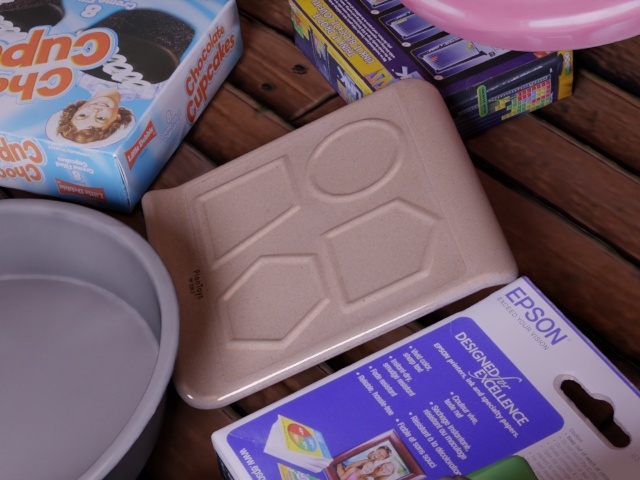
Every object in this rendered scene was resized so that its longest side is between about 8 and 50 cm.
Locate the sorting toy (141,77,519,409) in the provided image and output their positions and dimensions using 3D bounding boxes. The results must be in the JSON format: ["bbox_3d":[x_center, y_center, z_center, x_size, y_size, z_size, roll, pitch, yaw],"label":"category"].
[{"bbox_3d":[0.000,0.000,0.873,0.208,0.038,0.193,-22,44,5],"label":"sorting toy"}]

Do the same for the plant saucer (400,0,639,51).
[{"bbox_3d":[0.171,-0.290,0.980,0.332,0.084,0.332,-10,61,19],"label":"plant saucer"}]

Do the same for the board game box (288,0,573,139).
[{"bbox_3d":[0.077,-0.140,1.020,0.141,0.048,0.170,-24,46,-13],"label":"board game box"}]

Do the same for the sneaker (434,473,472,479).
[{"bbox_3d":[0.003,0.207,0.395,0.180,0.124,0.321,-20,25,1],"label":"sneaker"}]

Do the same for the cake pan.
[{"bbox_3d":[-0.215,0.090,0.803,0.293,0.054,0.293,-8,41,7],"label":"cake pan"}]

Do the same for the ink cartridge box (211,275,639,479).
[{"bbox_3d":[0.081,0.133,0.735,0.208,0.045,0.206,-26,47,-16],"label":"ink cartridge box"}]

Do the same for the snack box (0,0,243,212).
[{"bbox_3d":[-0.240,-0.128,1.046,0.322,0.060,0.187,12,47,20],"label":"snack box"}]

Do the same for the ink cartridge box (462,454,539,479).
[{"bbox_3d":[0.050,0.257,0.525,0.211,0.121,0.289,-21,55,-11],"label":"ink cartridge box"}]
